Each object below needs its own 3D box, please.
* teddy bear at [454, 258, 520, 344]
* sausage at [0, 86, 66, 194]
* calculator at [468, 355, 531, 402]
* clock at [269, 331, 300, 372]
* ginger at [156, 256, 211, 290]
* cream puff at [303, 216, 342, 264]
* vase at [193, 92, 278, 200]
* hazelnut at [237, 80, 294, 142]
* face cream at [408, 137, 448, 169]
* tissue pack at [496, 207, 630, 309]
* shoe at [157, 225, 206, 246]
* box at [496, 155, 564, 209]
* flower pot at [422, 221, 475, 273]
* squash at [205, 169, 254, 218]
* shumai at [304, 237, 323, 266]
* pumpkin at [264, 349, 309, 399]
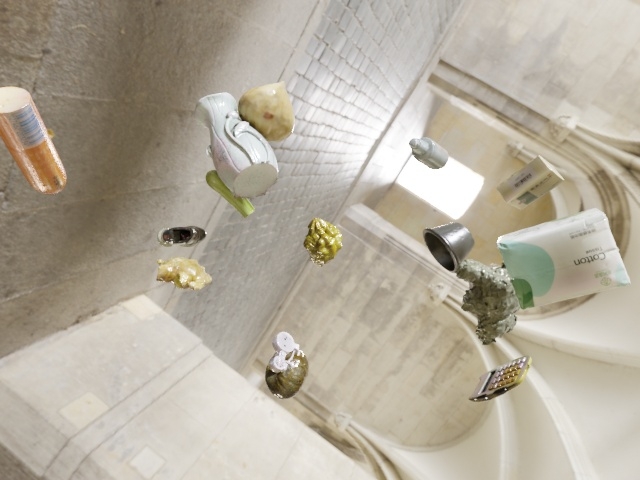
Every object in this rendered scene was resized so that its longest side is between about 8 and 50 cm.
[{"bbox_3d":[0.741,0.270,1.857,0.224,0.358,0.366,-133,-134,-56],"label":"teddy bear"},{"bbox_3d":[-0.682,-0.212,1.022,0.093,0.093,0.312,-50,167,-32],"label":"sausage"},{"bbox_3d":[0.573,0.439,1.351,0.157,0.033,0.236,-35,167,-41],"label":"calculator"},{"bbox_3d":[-0.106,0.330,1.249,0.041,0.087,0.129,-41,-159,32],"label":"clock"},{"bbox_3d":[-0.510,0.121,1.574,0.157,0.216,0.102,-49,160,-62],"label":"ginger"},{"bbox_3d":[0.000,0.000,1.451,0.146,0.116,0.146,-34,-141,34],"label":"cream puff"},{"bbox_3d":[-0.342,-0.389,1.703,0.250,0.445,0.249,-25,154,-13],"label":"vase"},{"bbox_3d":[-0.212,-0.541,1.754,0.241,0.261,0.261,-45,173,8],"label":"hazelnut"},{"bbox_3d":[0.423,-0.360,1.726,0.252,0.101,0.101,12,115,-51],"label":"face cream"},{"bbox_3d":[0.847,0.066,1.531,0.357,0.265,0.194,-21,-178,26],"label":"tissue pack"},{"bbox_3d":[-0.605,-0.020,1.918,0.228,0.098,0.112,-6,178,-41],"label":"shoe"},{"bbox_3d":[0.884,-0.240,1.813,0.168,0.094,0.212,14,135,-42],"label":"box"},{"bbox_3d":[0.660,0.014,2.156,0.166,0.268,0.269,-32,168,-6],"label":"flower pot"},{"bbox_3d":[-0.387,-0.202,1.828,0.083,0.250,0.083,-41,-165,13],"label":"squash"},{"bbox_3d":[-0.019,0.040,1.877,0.105,0.123,0.139,-47,144,5],"label":"shumai"},{"bbox_3d":[-0.156,0.561,1.851,0.219,0.162,0.218,-39,-148,30],"label":"pumpkin"}]
